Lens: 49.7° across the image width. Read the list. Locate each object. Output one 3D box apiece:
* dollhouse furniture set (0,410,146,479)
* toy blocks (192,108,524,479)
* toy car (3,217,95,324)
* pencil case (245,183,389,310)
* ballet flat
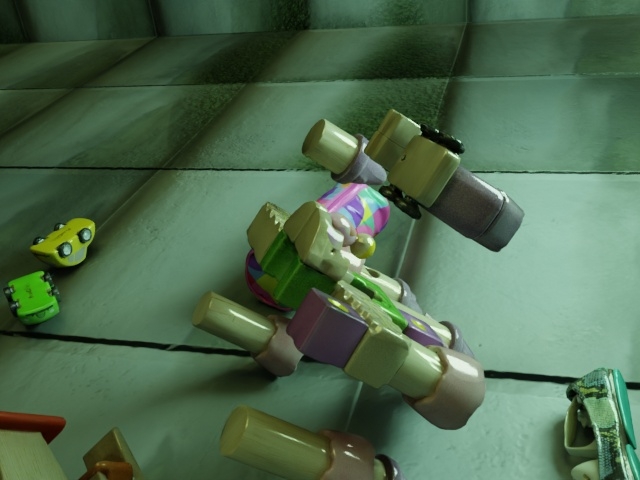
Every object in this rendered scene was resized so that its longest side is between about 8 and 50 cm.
[{"bbox_3d":[-0.291,0.208,0.484,0.259,0.262,0.135,-44,59,6],"label":"dollhouse furniture set"},{"bbox_3d":[0.073,0.066,0.658,0.260,0.309,0.288,29,10,-23],"label":"toy blocks"},{"bbox_3d":[-0.406,0.061,0.954,0.239,0.053,0.225,-22,34,-22],"label":"toy car"},{"bbox_3d":[0.000,0.000,0.927,0.104,0.104,0.236,13,35,30],"label":"pencil case"},{"bbox_3d":[0.248,0.190,0.602,0.070,0.070,0.188,1,29,13],"label":"ballet flat"}]
